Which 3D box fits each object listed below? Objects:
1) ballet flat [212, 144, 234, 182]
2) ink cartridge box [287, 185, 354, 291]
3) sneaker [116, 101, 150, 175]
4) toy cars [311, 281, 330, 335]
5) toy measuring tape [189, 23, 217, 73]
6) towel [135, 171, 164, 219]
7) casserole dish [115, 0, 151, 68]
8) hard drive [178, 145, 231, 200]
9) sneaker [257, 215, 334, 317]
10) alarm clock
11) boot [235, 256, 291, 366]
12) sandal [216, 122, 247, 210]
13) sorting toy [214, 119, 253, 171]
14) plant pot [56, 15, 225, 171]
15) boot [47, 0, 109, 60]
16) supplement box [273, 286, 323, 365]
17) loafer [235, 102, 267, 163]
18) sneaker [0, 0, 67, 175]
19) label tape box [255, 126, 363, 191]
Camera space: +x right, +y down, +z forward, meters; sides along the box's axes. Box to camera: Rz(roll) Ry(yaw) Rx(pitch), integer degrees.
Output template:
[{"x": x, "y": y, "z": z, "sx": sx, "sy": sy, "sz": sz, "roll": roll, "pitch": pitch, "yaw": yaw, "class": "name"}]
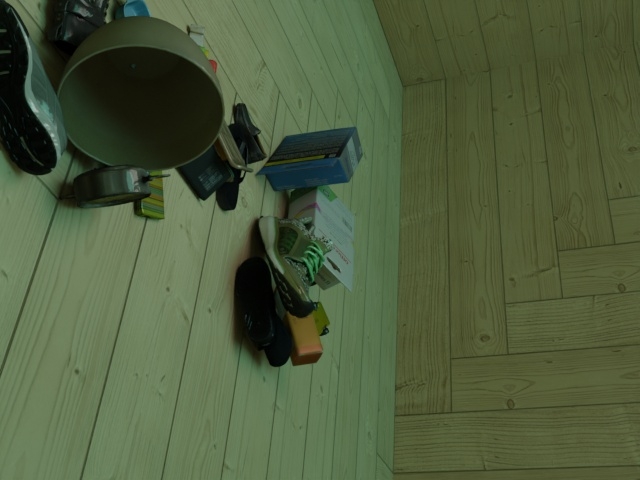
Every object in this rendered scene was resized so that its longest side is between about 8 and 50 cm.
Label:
[{"x": -0.276, "y": -0.194, "z": 1.858, "sx": 0.067, "sy": 0.073, "sz": 0.206, "roll": -56, "pitch": 140, "yaw": -23, "class": "ballet flat"}, {"x": 0.000, "y": 0.000, "z": 2.329, "sx": 0.207, "sy": 0.119, "sz": 0.354, "roll": 46, "pitch": 29, "yaw": -31, "class": "ink cartridge box"}, {"x": -0.379, "y": -0.203, "z": 1.522, "sx": 0.125, "sy": 0.104, "sz": 0.262, "roll": 27, "pitch": 63, "yaw": -24, "class": "sneaker"}, {"x": -0.047, "y": 0.171, "z": 2.350, "sx": 0.176, "sy": 0.087, "sz": 0.394, "roll": 44, "pitch": 35, "yaw": -43, "class": "toy cars"}, {"x": -0.290, "y": -0.430, "z": 1.779, "sx": 0.121, "sy": 0.121, "sz": 0.330, "roll": 63, "pitch": 20, "yaw": -46, "class": "toy measuring tape"}, {"x": -0.365, "y": -0.164, "z": 1.629, "sx": 0.102, "sy": 0.021, "sz": 0.237, "roll": 22, "pitch": 62, "yaw": -73, "class": "towel"}, {"x": -0.385, "y": -0.423, "z": 1.640, "sx": 0.114, "sy": 0.036, "sz": 0.189, "roll": -62, "pitch": 141, "yaw": -61, "class": "casserole dish"}, {"x": -0.273, "y": -0.168, "z": 1.809, "sx": 0.094, "sy": 0.022, "sz": 0.135, "roll": -44, "pitch": 140, "yaw": -13, "class": "hard drive"}, {"x": -0.049, "y": 0.038, "z": 2.036, "sx": 0.410, "sy": 0.181, "sz": 0.158, "roll": -113, "pitch": -175, "yaw": -54, "class": "sneaker"}, {"x": -0.352, "y": -0.101, "z": 1.365, "sx": 0.129, "sy": 0.191, "sz": 0.064, "roll": -3, "pitch": 85, "yaw": -72, "class": "alarm clock"}, {"x": -0.146, "y": 0.192, "z": 2.031, "sx": 0.207, "sy": 0.094, "sz": 0.247, "roll": 69, "pitch": 9, "yaw": -61, "class": "boot"}, {"x": -0.218, "y": -0.191, "z": 2.016, "sx": 0.097, "sy": 0.054, "sz": 0.255, "roll": 52, "pitch": 35, "yaw": -57, "class": "sandal"}, {"x": -0.240, "y": -0.254, "z": 1.877, "sx": 0.208, "sy": 0.038, "sz": 0.193, "roll": 61, "pitch": 4, "yaw": 0, "class": "sorting toy"}, {"x": -0.318, "y": -0.290, "z": 1.386, "sx": 0.284, "sy": 0.284, "sz": 0.191, "roll": 60, "pitch": 17, "yaw": -49, "class": "plant pot"}, {"x": -0.428, "y": -0.439, "z": 1.468, "sx": 0.263, "sy": 0.091, "sz": 0.229, "roll": 4, "pitch": 84, "yaw": -67, "class": "boot"}, {"x": -0.064, "y": 0.226, "z": 2.146, "sx": 0.080, "sy": 0.078, "sz": 0.234, "roll": 117, "pitch": -37, "yaw": -55, "class": "supplement box"}, {"x": -0.191, "y": -0.299, "z": 2.132, "sx": 0.062, "sy": 0.061, "sz": 0.170, "roll": -53, "pitch": 132, "yaw": -64, "class": "loafer"}, {"x": -0.476, "y": -0.244, "z": 1.227, "sx": 0.108, "sy": 0.100, "sz": 0.272, "roll": -83, "pitch": 165, "yaw": -63, "class": "sneaker"}, {"x": -0.027, "y": -0.227, "z": 2.318, "sx": 0.334, "sy": 0.240, "sz": 0.106, "roll": -63, "pitch": 143, "yaw": -59, "class": "label tape box"}]
